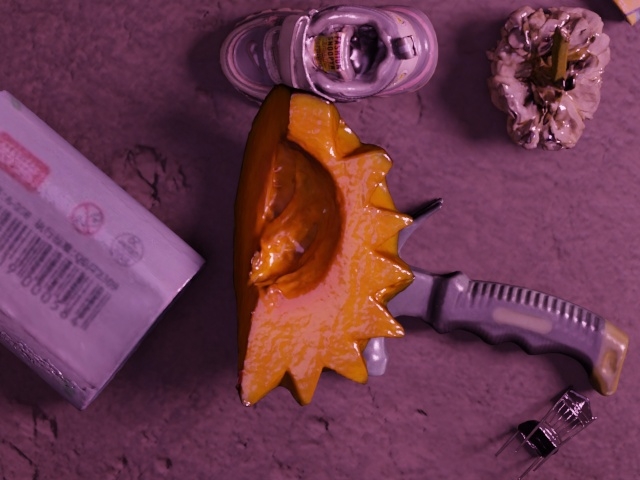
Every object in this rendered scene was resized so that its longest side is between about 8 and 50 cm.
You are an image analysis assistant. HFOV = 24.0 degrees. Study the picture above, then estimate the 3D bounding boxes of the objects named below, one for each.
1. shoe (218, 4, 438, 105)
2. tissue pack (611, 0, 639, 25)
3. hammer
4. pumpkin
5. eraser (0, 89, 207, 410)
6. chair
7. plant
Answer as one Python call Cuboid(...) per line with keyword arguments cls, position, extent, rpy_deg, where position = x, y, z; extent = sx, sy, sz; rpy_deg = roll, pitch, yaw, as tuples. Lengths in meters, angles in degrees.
Cuboid(cls="shoe", position=(0.002, -0.145, 1.210), extent=(0.180, 0.092, 0.089), rpy_deg=(-3, 98, 9))
Cuboid(cls="tissue pack", position=(0.261, -0.220, 1.194), extent=(0.083, 0.035, 0.063), rpy_deg=(-37, 92, 10))
Cuboid(cls="hammer", position=(0.144, 0.062, 1.249), extent=(0.226, 0.041, 0.158), rpy_deg=(17, 102, 6))
Cuboid(cls="pumpkin", position=(0.000, 0.000, 1.228), extent=(0.130, 0.149, 0.254), rpy_deg=(5, 101, -13))
Cuboid(cls="eraser", position=(-0.235, 0.010, 1.273), extent=(0.227, 0.081, 0.174), rpy_deg=(40, 105, -1))
Cuboid(cls="chair", position=(0.188, 0.163, 1.265), extent=(0.086, 0.042, 0.037), rpy_deg=(-39, 91, -26))
Cuboid(cls="plant", position=(0.186, -0.130, 1.178), extent=(0.104, 0.122, 0.116), rpy_deg=(-9, 90, -2))
